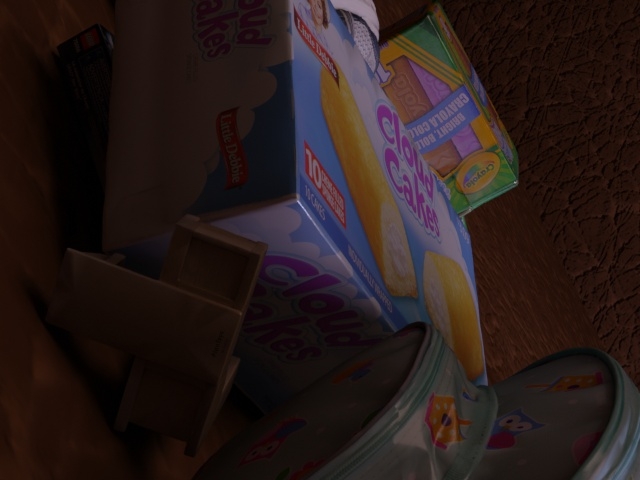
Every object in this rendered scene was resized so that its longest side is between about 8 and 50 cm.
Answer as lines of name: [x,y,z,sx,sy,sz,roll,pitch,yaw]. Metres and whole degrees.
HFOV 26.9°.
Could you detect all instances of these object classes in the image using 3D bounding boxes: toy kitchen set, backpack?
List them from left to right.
toy kitchen set: [-0.061,0.024,0.520,0.068,0.083,0.075,20,15,2]
backpack: [0.033,0.109,0.426,0.144,0.188,0.166,61,14,-5]

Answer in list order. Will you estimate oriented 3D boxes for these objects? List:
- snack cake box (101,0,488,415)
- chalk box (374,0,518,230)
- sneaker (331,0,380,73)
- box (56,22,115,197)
snack cake box: [0.000,0.000,0.646,0.264,0.089,0.152,52,29,-50]
chalk box: [0.093,-0.084,1.181,0.213,0.132,0.132,59,14,-11]
sneaker: [-0.032,-0.110,0.872,0.283,0.110,0.122,3,71,-67]
box: [-0.075,-0.040,0.673,0.137,0.027,0.094,35,31,-63]
